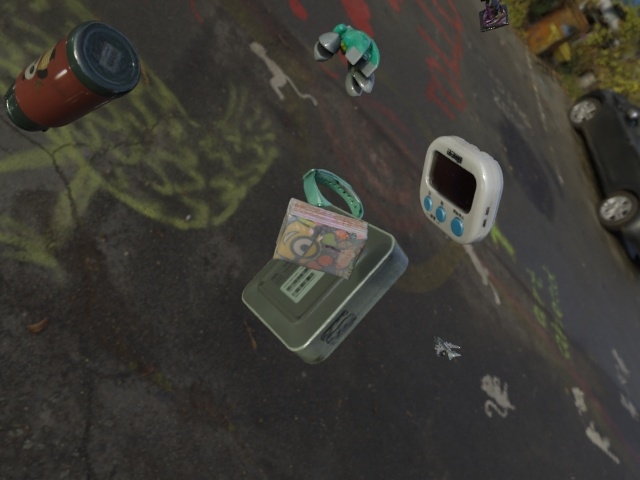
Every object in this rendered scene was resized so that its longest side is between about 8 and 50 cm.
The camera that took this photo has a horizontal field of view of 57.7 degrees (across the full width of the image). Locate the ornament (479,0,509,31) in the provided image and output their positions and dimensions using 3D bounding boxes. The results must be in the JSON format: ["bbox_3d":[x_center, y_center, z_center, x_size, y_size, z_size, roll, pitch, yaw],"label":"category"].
[{"bbox_3d":[0.454,-0.680,1.580,0.203,0.088,0.081,49,38,-46],"label":"ornament"}]

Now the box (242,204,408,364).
[{"bbox_3d":[-0.003,0.102,1.607,0.111,0.396,0.397,49,-10,-35],"label":"box"}]

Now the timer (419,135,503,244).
[{"bbox_3d":[0.353,-0.129,1.465,0.087,0.236,0.262,-6,32,-23],"label":"timer"}]

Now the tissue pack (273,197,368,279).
[{"bbox_3d":[0.000,0.000,1.039,0.148,0.108,0.060,17,40,-6],"label":"tissue pack"}]

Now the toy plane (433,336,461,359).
[{"bbox_3d":[0.319,0.276,1.493,0.079,0.031,0.083,-11,30,-30],"label":"toy plane"}]

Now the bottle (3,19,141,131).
[{"bbox_3d":[-0.515,-0.307,1.167,0.144,0.336,0.143,21,63,-47],"label":"bottle"}]

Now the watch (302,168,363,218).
[{"bbox_3d":[0.041,-0.137,1.911,0.237,0.068,0.195,35,40,-21],"label":"watch"}]

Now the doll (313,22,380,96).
[{"bbox_3d":[0.086,-0.491,1.570,0.195,0.153,0.258,40,23,-5],"label":"doll"}]
